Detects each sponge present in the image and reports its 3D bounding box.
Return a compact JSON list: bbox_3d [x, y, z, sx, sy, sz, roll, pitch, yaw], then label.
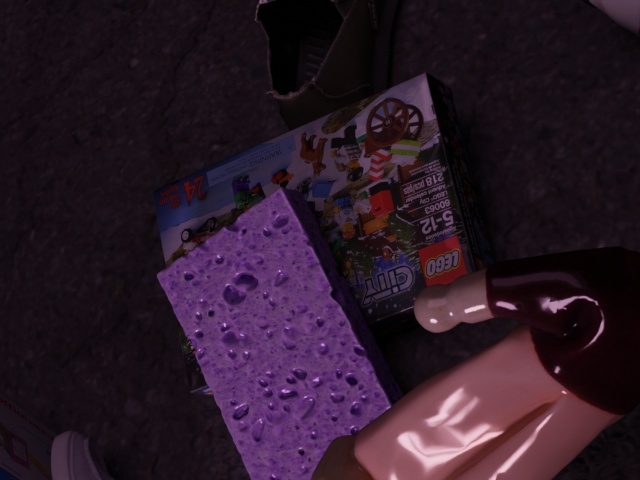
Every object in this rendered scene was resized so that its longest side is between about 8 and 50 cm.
[{"bbox_3d":[-0.020,0.083,1.285,0.117,0.031,0.210,-33,71,21],"label":"sponge"}]

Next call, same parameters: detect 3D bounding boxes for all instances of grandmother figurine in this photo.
[{"bbox_3d":[0.154,0.073,1.100,0.342,0.208,0.104,-45,40,35],"label":"grandmother figurine"}]

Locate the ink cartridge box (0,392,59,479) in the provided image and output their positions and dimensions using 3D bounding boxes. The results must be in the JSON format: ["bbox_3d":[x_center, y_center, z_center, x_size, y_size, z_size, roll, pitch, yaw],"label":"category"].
[{"bbox_3d":[-0.226,0.173,1.377,0.052,0.088,0.122,-38,36,12],"label":"ink cartridge box"}]

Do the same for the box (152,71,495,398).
[{"bbox_3d":[0.000,0.000,1.338,0.233,0.044,0.159,-23,66,24],"label":"box"}]

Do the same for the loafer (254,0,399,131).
[{"bbox_3d":[0.005,-0.181,1.432,0.094,0.087,0.251,-18,56,26],"label":"loafer"}]

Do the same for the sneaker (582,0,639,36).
[{"bbox_3d":[0.269,-0.262,1.265,0.182,0.127,0.315,37,90,40],"label":"sneaker"}]

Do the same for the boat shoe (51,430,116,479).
[{"bbox_3d":[-0.139,0.204,1.333,0.063,0.066,0.184,-26,49,4],"label":"boat shoe"}]
